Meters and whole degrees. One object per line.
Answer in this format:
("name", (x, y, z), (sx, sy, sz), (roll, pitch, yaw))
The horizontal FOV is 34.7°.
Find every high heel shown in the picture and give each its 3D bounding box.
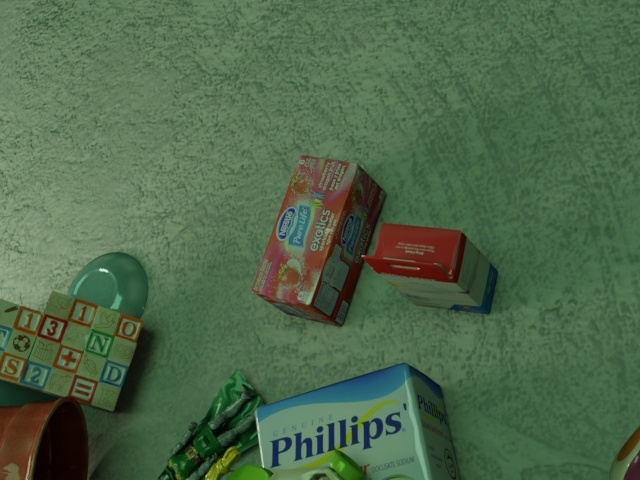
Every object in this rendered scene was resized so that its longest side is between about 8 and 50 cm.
("high heel", (0.446, 0.354, 1.390), (0.117, 0.082, 0.244), (32, 71, 6))

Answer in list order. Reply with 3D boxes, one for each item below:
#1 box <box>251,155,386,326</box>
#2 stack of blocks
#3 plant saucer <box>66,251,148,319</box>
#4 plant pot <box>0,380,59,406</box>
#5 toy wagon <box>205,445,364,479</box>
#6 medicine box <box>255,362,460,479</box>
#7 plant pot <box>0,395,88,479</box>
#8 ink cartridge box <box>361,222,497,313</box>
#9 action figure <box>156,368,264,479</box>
("box", (0.000, 0.000, 1.726), (0.123, 0.128, 0.256), (11, 75, 30))
("stack of blocks", (-0.485, 0.180, 1.817), (0.297, 0.087, 0.171), (19, 74, -12))
("plant saucer", (-0.420, 0.107, 1.952), (0.195, 0.037, 0.194), (-11, 64, 23))
("plant pot", (-0.664, 0.272, 1.912), (0.290, 0.195, 0.290), (-11, 64, 24))
("toy wagon", (-0.028, 0.420, 1.418), (0.267, 0.068, 0.344), (-50, 56, 1))
("medicine box", (0.063, 0.365, 1.524), (0.264, 0.149, 0.289), (-20, 62, 19))
("plant pot", (-0.561, 0.391, 1.716), (0.265, 0.272, 0.272), (2, 69, 6))
("ink cartridge box", (0.169, 0.037, 1.560), (0.134, 0.231, 0.078), (6, 72, 29))
("action figure", (-0.189, 0.342, 1.720), (0.232, 0.063, 0.137), (-44, 59, 8))
